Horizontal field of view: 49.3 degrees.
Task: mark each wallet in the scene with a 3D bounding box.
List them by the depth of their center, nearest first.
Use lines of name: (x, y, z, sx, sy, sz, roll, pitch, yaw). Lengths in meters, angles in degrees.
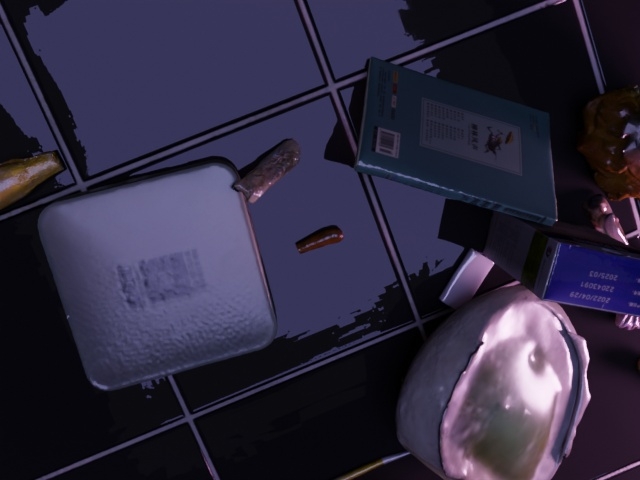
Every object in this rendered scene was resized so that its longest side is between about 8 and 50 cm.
wallet: (0.293, 0.081, 1.399, 0.061, 0.025, 0.122, 31, 95, -10)

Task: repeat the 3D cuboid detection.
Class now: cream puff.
cream puff: (0.610, -0.192, 1.324, 0.269, 0.155, 0.241, 36, 95, -14)

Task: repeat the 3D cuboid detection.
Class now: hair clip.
hair clip: (0.625, 0.043, 1.412, 0.173, 0.069, 0.300, -34, 103, -1)

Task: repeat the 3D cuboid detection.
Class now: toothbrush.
toothbrush: (0.108, 0.466, 1.448, 0.288, 0.021, 0.024, -23, 91, -3)

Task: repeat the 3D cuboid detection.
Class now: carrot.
carrot: (0.000, 0.000, 1.345, 0.093, 0.032, 0.032, -20, 102, 2)

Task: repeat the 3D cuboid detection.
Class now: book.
book: (0.253, -0.184, 1.264, 0.379, 0.031, 0.264, 16, 58, -10)

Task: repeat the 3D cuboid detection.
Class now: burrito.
burrito: (-0.092, -0.127, 1.270, 0.051, 0.042, 0.171, 56, 48, -14)

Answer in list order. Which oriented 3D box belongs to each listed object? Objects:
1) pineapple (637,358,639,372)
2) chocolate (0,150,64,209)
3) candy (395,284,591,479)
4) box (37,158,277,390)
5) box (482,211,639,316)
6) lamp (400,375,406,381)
pineapple: (0.731, 0.288, 1.478, 0.124, 0.058, 0.058, 35, 94, -12)
chocolate: (-0.563, -0.095, 1.237, 0.219, 0.085, 0.086, -26, 102, -6)
candy: (0.337, 0.290, 1.360, 0.386, 0.186, 0.427, 26, 91, -24)
box: (-0.294, 0.064, 1.290, 0.373, 0.090, 0.367, -14, 101, -4)
box: (0.445, 0.032, 1.268, 0.200, 0.299, 0.106, 10, 102, -9)
lamp: (0.211, 0.268, 1.422, 0.063, 0.031, 0.083, 35, 91, -13)
